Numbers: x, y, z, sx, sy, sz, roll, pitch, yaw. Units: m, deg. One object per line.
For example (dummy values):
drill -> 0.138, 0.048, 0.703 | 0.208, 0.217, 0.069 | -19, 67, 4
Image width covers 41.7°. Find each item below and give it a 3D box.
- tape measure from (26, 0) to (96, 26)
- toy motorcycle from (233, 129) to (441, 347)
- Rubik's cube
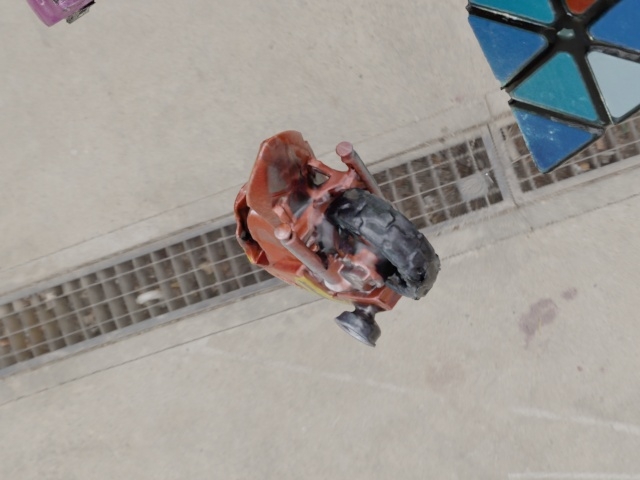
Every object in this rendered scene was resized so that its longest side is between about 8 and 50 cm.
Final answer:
tape measure -> -0.319, -0.329, 1.086 | 0.118, 0.125, 0.074 | -43, 113, -22
toy motorcycle -> 0.002, 0.000, 0.679 | 0.171, 0.298, 0.089 | 42, 80, 1
Rubik's cube -> 0.273, -0.242, 0.685 | 0.250, 0.234, 0.284 | -3, 132, 48
